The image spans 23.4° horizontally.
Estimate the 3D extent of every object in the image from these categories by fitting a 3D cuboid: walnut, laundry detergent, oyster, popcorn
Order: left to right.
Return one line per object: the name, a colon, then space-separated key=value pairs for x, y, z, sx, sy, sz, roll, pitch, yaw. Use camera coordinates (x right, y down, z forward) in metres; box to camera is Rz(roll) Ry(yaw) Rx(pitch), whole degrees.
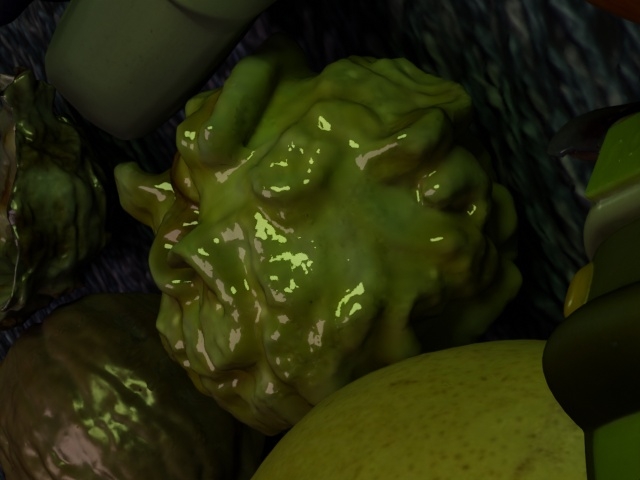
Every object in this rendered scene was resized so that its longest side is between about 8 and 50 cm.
oyster: x=-0.241 y=0.000 z=1.193 sx=0.133 sy=0.198 sz=0.337 roll=22 pitch=159 yaw=-16
walnut: x=-0.135 y=0.141 z=1.128 sx=0.213 sy=0.213 sz=0.213 roll=34 pitch=137 yaw=39
laundry detergent: x=-0.054 y=-0.160 z=0.817 sx=0.091 sy=0.181 sz=0.253 roll=39 pitch=149 yaw=-8
popcorn: x=-0.008 y=-0.008 z=0.838 sx=0.217 sy=0.181 sz=0.235 roll=48 pitch=145 yaw=25

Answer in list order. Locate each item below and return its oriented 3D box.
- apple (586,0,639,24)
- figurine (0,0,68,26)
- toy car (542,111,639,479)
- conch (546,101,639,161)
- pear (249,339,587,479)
apple: x=0.143 y=-0.188 z=0.427 sx=0.286 sy=0.233 sz=0.286 roll=11 pitch=104 yaw=47
figurine: x=-0.151 y=-0.318 z=0.819 sx=0.154 sy=0.193 sz=0.421 roll=50 pitch=129 yaw=33
toy car: x=0.188 y=0.078 z=0.506 sx=0.248 sy=0.198 sz=0.204 roll=27 pitch=159 yaw=-13
conch: x=0.201 y=-0.055 z=0.593 sx=0.232 sy=0.086 sz=0.080 roll=18 pitch=114 yaw=47
pear: x=0.103 y=0.191 z=0.707 sx=0.314 sy=0.314 sz=0.314 roll=34 pitch=137 yaw=39
